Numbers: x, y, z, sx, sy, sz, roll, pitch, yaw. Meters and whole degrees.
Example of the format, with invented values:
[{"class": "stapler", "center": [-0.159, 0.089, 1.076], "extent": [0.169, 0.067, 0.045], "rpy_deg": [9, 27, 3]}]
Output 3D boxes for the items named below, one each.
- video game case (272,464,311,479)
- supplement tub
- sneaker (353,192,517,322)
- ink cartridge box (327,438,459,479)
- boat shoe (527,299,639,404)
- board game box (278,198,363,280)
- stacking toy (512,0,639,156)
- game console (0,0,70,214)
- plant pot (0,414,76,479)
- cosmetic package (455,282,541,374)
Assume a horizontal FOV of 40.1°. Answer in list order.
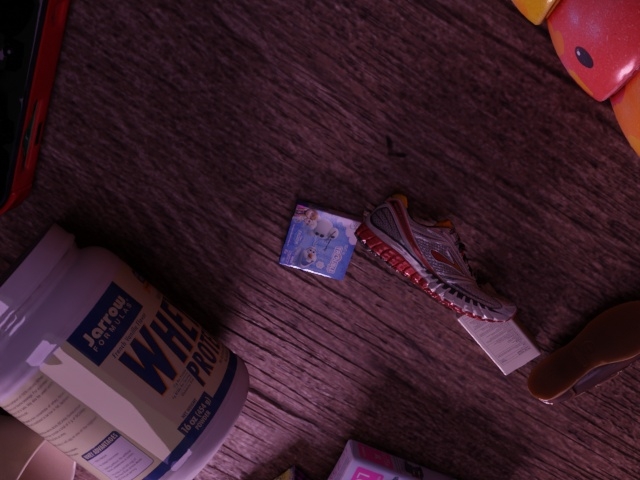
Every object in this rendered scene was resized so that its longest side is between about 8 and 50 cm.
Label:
[{"class": "video game case", "center": [-0.040, 0.482, 1.369], "extent": [0.210, 0.042, 0.232], "rpy_deg": [-38, 108, 18]}, {"class": "supplement tub", "center": [-0.278, 0.156, 1.118], "extent": [0.325, 0.235, 0.235], "rpy_deg": [42, 111, -16]}, {"class": "sneaker", "center": [0.156, 0.025, 1.100], "extent": [0.225, 0.088, 0.092], "rpy_deg": [36, 91, -2]}, {"class": "ink cartridge box", "center": [0.142, 0.433, 1.303], "extent": [0.311, 0.065, 0.185], "rpy_deg": [23, 104, -15]}, {"class": "boat shoe", "center": [0.375, 0.151, 1.178], "extent": [0.207, 0.073, 0.073], "rpy_deg": [-35, 147, 21]}, {"class": "board game box", "center": [0.000, 0.000, 1.147], "extent": [0.090, 0.020, 0.090], "rpy_deg": [15, 115, -6]}, {"class": "stacking toy", "center": [0.298, -0.293, 0.885], "extent": [0.480, 0.350, 0.350], "rpy_deg": [36, 114, 7]}, {"class": "game console", "center": [-0.491, -0.233, 1.051], "extent": [0.342, 0.060, 0.386], "rpy_deg": [20, 115, -1]}, {"class": "plant pot", "center": [-0.528, 0.343, 1.234], "extent": [0.274, 0.256, 0.256], "rpy_deg": [17, 116, 6]}, {"class": "cosmetic package", "center": [0.238, 0.119, 1.179], "extent": [0.060, 0.041, 0.115], "rpy_deg": [-35, 109, 17]}]
